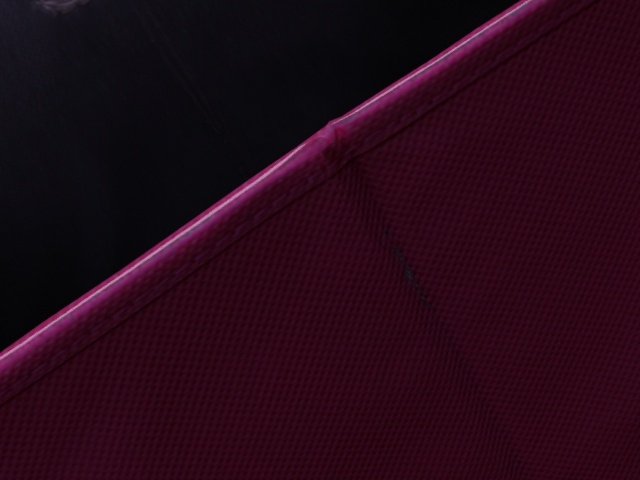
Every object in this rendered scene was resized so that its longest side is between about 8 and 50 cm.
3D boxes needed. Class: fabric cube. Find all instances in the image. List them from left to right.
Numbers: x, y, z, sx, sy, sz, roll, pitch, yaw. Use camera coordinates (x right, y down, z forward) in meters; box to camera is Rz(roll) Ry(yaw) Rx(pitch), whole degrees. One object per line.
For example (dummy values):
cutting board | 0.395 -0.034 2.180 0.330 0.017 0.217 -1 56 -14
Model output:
fabric cube | 0.000 0.000 0.501 0.259 0.258 0.254 -34 42 -4
